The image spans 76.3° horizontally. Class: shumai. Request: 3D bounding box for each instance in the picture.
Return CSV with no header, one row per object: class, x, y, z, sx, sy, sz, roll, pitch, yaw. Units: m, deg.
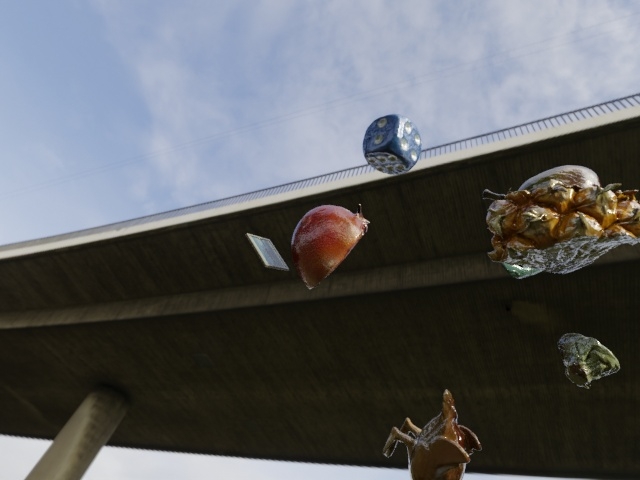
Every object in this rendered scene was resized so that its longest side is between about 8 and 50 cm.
shumai,0.576,0.272,0.903,0.099,0.087,0.123,59,-18,-16

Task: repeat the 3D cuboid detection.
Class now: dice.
dice,0.227,-0.304,1.291,0.143,0.147,0.146,1,-25,45

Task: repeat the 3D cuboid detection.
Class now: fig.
fig,0.544,-0.105,1.000,0.273,0.170,0.146,6,-33,25

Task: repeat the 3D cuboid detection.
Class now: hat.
hat,0.607,0.053,1.255,0.190,0.138,0.078,-3,-29,-13

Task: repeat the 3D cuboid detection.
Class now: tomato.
tomato,-0.002,-0.006,1.288,0.170,0.309,0.309,42,-53,-4

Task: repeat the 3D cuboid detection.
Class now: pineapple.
pineapple,0.395,-0.011,0.663,0.236,0.115,0.186,0,-23,18

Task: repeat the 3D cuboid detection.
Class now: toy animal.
toy animal,0.191,0.323,0.599,0.179,0.089,0.189,26,-71,36

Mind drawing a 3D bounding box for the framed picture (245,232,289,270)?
framed picture,-0.171,0.038,1.313,0.011,0.149,0.109,-49,-35,18
